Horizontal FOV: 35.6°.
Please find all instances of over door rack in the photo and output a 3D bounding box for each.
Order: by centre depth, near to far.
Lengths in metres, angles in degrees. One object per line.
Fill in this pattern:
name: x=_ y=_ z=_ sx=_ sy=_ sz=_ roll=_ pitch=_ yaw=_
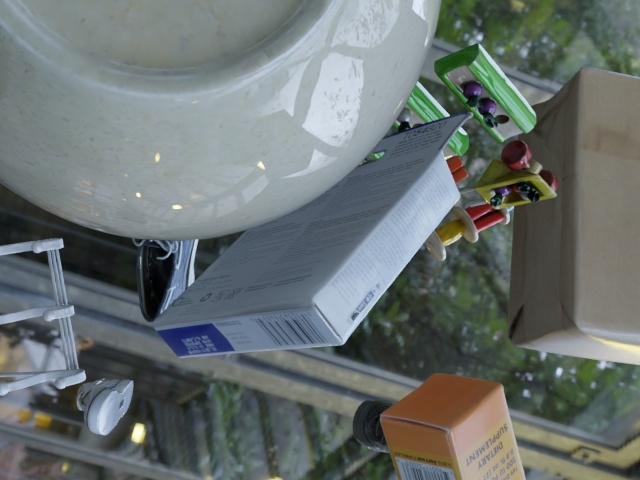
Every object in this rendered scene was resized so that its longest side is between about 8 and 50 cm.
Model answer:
over door rack: x=-0.532 y=0.124 z=1.631 sx=0.324 sy=0.108 sz=0.240 roll=-4 pitch=-84 yaw=37

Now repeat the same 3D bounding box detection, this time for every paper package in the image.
paper package: x=0.397 y=-0.012 z=1.135 sx=0.168 sy=0.324 sz=0.310 roll=138 pitch=-42 yaw=-73

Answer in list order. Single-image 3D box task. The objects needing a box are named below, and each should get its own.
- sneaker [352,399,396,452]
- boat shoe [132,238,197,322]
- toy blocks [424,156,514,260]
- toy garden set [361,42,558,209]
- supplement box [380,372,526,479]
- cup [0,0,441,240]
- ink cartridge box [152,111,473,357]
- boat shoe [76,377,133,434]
sneaker: x=0.167 y=0.271 z=1.354 sx=0.130 sy=0.227 sz=0.087 roll=7 pitch=-100 yaw=55
boat shoe: x=-0.247 y=0.003 z=1.538 sx=0.079 sy=0.095 sz=0.255 roll=-26 pitch=128 yaw=-59
toy blocks: x=0.184 y=-0.058 z=1.291 sx=0.123 sy=0.148 sz=0.054 roll=56 pitch=-13 yaw=21
toy garden set: x=0.088 y=-0.064 z=0.934 sx=0.244 sy=0.204 sz=0.049 roll=-19 pitch=-128 yaw=31
supplement box: x=0.124 y=0.229 z=0.799 sx=0.080 sy=0.078 sz=0.233 roll=3 pitch=-65 yaw=46
cup: x=-0.078 y=-0.151 z=0.498 sx=0.237 sy=0.331 sz=0.331 roll=-136 pitch=-115 yaw=-81
ink cartridge box: x=0.000 y=0.000 z=0.788 sx=0.223 sy=0.045 sz=0.224 roll=-12 pitch=-149 yaw=52
boat shoe: x=-0.175 y=0.127 z=0.783 sx=0.100 sy=0.035 sz=0.035 roll=-67 pitch=167 yaw=-83
